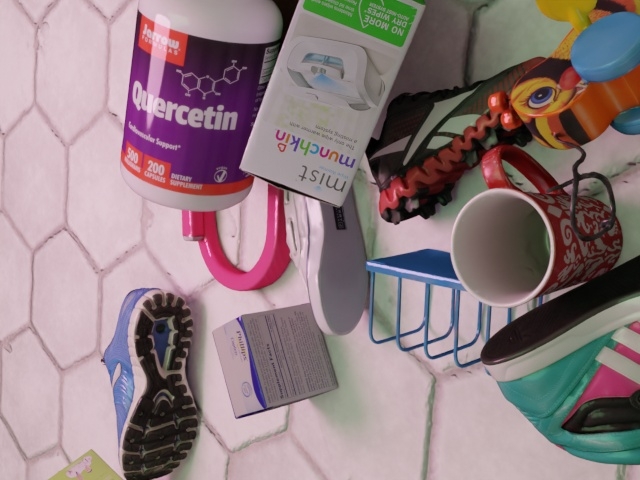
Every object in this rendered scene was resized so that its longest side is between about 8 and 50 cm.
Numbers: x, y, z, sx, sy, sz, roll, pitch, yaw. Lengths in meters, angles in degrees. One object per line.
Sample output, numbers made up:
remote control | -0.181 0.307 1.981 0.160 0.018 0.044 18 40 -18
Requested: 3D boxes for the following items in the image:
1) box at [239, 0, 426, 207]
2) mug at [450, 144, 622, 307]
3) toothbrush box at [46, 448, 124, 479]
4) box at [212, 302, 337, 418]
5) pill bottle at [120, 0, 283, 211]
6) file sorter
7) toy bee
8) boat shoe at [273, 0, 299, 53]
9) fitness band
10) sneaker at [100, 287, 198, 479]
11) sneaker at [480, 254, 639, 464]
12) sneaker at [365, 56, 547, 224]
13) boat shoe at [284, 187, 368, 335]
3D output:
box | 0.020 -0.198 0.989 0.126 0.262 0.231 21 114 -5
mug | 0.227 -0.015 0.873 0.113 0.169 0.150 16 103 42
toothbrush box | -0.320 0.507 1.417 0.283 0.122 0.206 27 138 37
box | -0.061 0.161 1.180 0.072 0.137 0.126 -27 75 42
pill bottle | -0.151 -0.211 1.114 0.181 0.181 0.323 35 124 36
file sorter | 0.153 0.077 0.989 0.170 0.118 0.104 10 104 42
toy bee | 0.239 -0.156 0.814 0.162 0.298 0.195 13 134 50
boat shoe | -0.071 -0.299 1.199 0.207 0.073 0.073 -50 19 29
fitness band | -0.120 -0.070 1.276 0.209 0.054 0.291 7 99 43
sneaker | -0.281 0.232 1.424 0.147 0.129 0.330 18 104 57
sneaker | 0.324 0.119 0.830 0.295 0.124 0.178 -28 101 17
sneaker | 0.148 -0.134 0.986 0.276 0.097 0.135 -39 70 40
boat shoe | 0.000 0.000 1.153 0.084 0.095 0.258 -16 72 47
